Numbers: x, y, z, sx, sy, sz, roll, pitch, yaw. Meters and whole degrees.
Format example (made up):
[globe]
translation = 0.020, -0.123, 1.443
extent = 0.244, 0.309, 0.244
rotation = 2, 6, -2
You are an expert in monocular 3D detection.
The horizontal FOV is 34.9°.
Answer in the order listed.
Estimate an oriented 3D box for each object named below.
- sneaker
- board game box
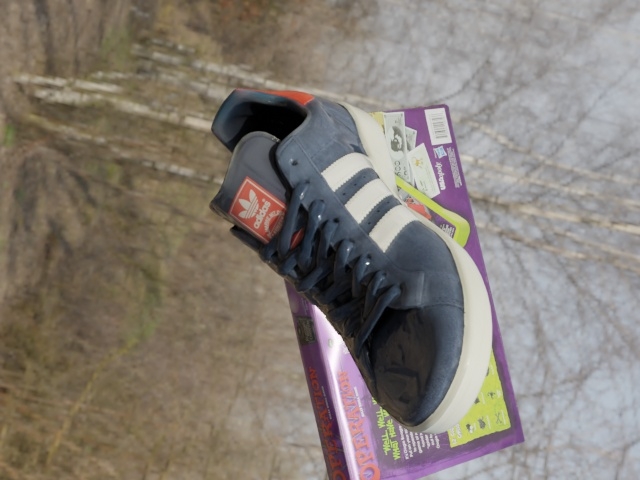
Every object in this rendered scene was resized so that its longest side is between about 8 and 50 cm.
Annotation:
[sneaker]
translation = 0.000, 0.000, 0.759
extent = 0.131, 0.148, 0.350
rotation = -59, -146, 24
[board game box]
translation = 0.069, 0.049, 0.972
extent = 0.056, 0.208, 0.346
rotation = -17, -96, 54
